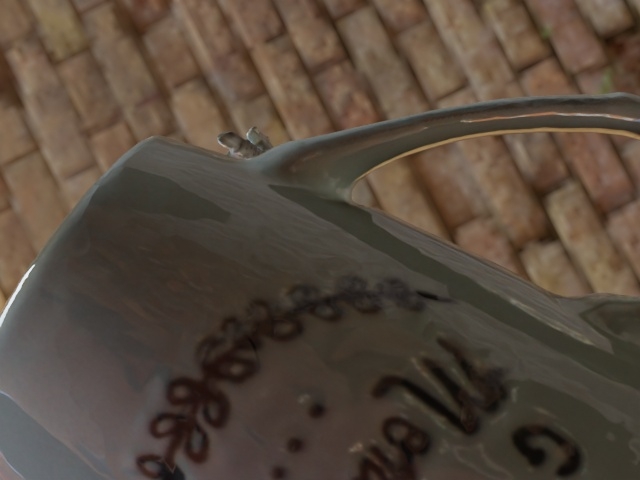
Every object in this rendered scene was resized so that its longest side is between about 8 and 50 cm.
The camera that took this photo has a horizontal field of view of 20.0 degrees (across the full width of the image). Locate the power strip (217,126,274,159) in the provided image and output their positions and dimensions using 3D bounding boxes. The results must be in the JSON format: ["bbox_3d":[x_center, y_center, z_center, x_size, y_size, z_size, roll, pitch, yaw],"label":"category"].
[{"bbox_3d":[0.000,0.000,0.924,0.191,0.030,0.047,46,-175,-44],"label":"power strip"}]

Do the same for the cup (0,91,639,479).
[{"bbox_3d":[0.027,0.046,0.620,0.234,0.258,0.186,34,-177,4],"label":"cup"}]
